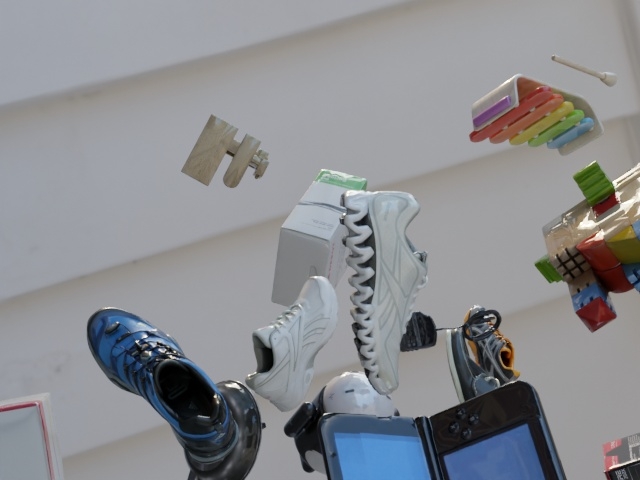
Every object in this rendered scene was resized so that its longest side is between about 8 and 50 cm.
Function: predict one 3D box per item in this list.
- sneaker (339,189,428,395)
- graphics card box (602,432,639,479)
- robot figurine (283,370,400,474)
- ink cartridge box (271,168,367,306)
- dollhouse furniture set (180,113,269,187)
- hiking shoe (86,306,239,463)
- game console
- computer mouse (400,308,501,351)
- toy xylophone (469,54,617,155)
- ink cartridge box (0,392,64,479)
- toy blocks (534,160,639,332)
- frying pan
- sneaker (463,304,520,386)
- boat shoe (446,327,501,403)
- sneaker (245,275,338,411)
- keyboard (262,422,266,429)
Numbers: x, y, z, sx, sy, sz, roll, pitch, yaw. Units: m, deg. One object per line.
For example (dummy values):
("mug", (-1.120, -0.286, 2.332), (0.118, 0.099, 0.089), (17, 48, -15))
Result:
("sneaker", (0.095, 0.072, 1.491), (0.110, 0.118, 0.292), (-116, -160, -80))
("graphics card box", (0.761, 0.419, 2.171), (0.094, 0.370, 0.233), (68, 14, 3))
("robot figurine", (0.046, 0.405, 2.374), (0.173, 0.209, 0.278), (43, -49, 10))
("ink cartridge box", (0.000, 0.000, 2.437), (0.289, 0.121, 0.211), (-57, 159, -55))
("dollhouse furniture set", (-0.184, -0.143, 2.076), (0.123, 0.144, 0.151), (-63, -170, -9))
("hiking shoe", (-0.230, 0.186, 1.576), (0.304, 0.113, 0.132), (38, -27, 20))
("game console", (0.164, 0.321, 1.329), (0.173, 0.250, 0.293), (37, 32, -50))
("computer mouse", (0.220, 0.163, 1.981), (0.041, 0.242, 0.071), (142, -59, -69))
("toy xylophone", (0.455, -0.267, 2.174), (0.236, 0.322, 0.081), (-39, -124, 47))
("ink cartridge box", (-0.384, 0.259, 1.294), (0.176, 0.128, 0.127), (159, -79, -80))
("toy blocks", (0.509, -0.014, 1.707), (0.191, 0.381, 0.261), (49, 19, -15))
("frying pan", (-0.217, 0.387, 1.916), (0.326, 0.053, 0.197), (-49, -132, 22))
("sneaker", (0.358, 0.221, 2.226), (0.084, 0.083, 0.215), (28, 39, -40))
("boat shoe", (0.256, 0.246, 1.704), (0.084, 0.079, 0.233), (33, 38, -74))
("sneaker", (-0.050, 0.152, 1.744), (0.090, 0.115, 0.232), (-14, -129, 55))
("keyboard", (-0.205, 0.402, 2.191), (0.180, 0.108, 0.023), (-33, -116, 36))
